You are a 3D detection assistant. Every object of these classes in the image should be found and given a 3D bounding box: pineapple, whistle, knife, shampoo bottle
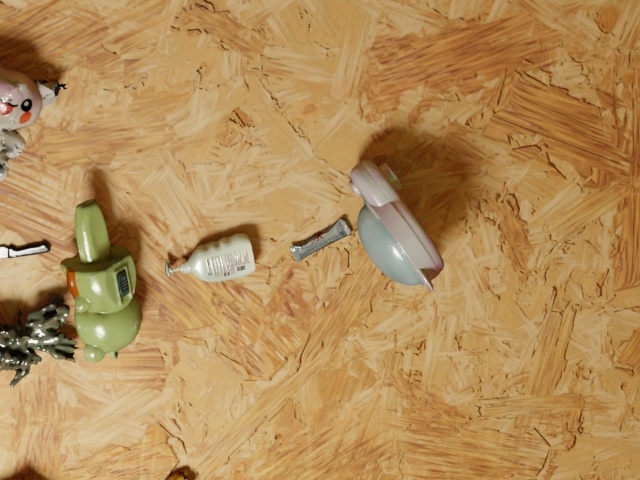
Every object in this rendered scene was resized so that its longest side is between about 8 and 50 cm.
[{"bbox_3d":[-0.579,0.185,1.812,0.361,0.175,0.175,-20,113,-14],"label":"pineapple"},{"bbox_3d":[-0.363,0.070,1.831,0.106,0.131,0.288,6,116,30],"label":"whistle"},{"bbox_3d":[-0.532,0.022,1.832,0.170,0.010,0.023,-8,112,-8],"label":"knife"},{"bbox_3d":[-0.190,0.038,1.895,0.152,0.045,0.077,-15,114,-9],"label":"shampoo bottle"}]

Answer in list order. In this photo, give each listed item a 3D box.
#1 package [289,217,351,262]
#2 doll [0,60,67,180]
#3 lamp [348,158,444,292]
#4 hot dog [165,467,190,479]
[{"bbox_3d":[0.000,0.000,1.939,0.110,0.015,0.037,-29,113,-3],"label":"package"},{"bbox_3d":[-0.501,-0.192,1.715,0.149,0.095,0.192,28,100,-27],"label":"doll"},{"bbox_3d":[0.116,-0.019,1.877,0.108,0.179,0.246,-30,94,-5],"label":"lamp"},{"bbox_3d":[-0.287,0.480,2.042,0.062,0.038,0.144,35,97,-19],"label":"hot dog"}]
